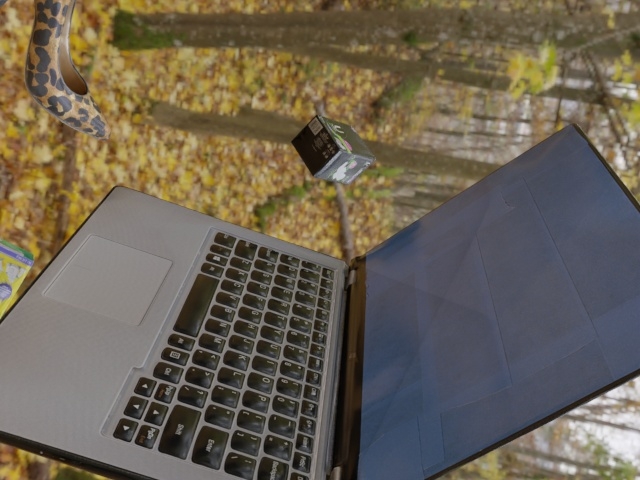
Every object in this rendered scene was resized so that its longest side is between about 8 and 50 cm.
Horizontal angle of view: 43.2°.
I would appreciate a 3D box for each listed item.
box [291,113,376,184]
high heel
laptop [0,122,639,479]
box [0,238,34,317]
[{"bbox_3d":[0.017,-0.112,1.009,0.052,0.062,0.083,-43,153,24],"label":"box"},{"bbox_3d":[-0.313,-0.262,1.062,0.261,0.186,0.093,51,9,-35],"label":"high heel"},{"bbox_3d":[0.000,0.000,0.625,0.382,0.407,0.236,-80,-170,-66],"label":"laptop"},{"bbox_3d":[-0.553,0.080,1.300,0.179,0.105,0.043,-57,-155,7],"label":"box"}]
